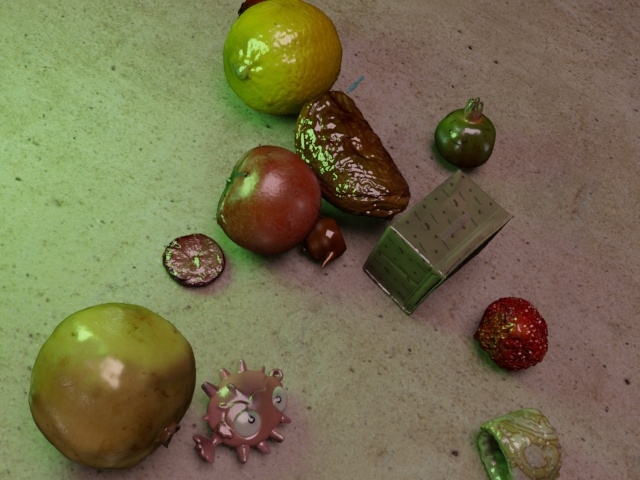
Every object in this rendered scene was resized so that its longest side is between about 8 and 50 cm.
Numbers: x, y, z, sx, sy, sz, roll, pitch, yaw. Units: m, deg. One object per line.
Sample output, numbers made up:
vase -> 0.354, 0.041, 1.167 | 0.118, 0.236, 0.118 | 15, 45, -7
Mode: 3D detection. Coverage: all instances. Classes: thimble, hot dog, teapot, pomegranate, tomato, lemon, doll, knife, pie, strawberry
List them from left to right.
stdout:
pomegranate -> -0.402, 0.286, 1.489 | 0.332, 0.332, 0.332 | 7, 59, -12
pie -> -0.306, 0.046, 1.823 | 0.154, 0.036, 0.154 | 7, 59, -12
doll -> -0.171, 0.375, 1.637 | 0.262, 0.093, 0.211 | -35, 81, -32
tomato -> -0.119, -0.091, 1.822 | 0.265, 0.265, 0.265 | 7, 59, -12
lemon -> -0.104, -0.500, 2.044 | 0.336, 0.336, 0.336 | 7, 59, -12
teapot -> 0.000, 0.000, 1.903 | 0.116, 0.116, 0.173 | -7, 48, -19
hot dog -> 0.081, -0.205, 1.958 | 0.267, 0.174, 0.387 | -7, 61, -49
knife -> 0.106, -0.470, 2.256 | 0.014, 0.005, 0.091 | 38, 58, 10
pomegranate -> 0.422, -0.312, 2.134 | 0.180, 0.210, 0.180 | 8, 44, -7
strawberry -> 0.477, 0.224, 1.852 | 0.184, 0.201, 0.187 | 14, 75, 14
thimble -> 0.461, 0.491, 1.722 | 0.143, 0.137, 0.190 | -11, 75, -21

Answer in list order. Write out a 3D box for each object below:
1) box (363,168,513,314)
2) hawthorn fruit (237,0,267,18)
box -> 0.294, 0.002, 1.905 | 0.297, 0.225, 0.190 | -36, 76, -31
hawthorn fruit -> -0.160, -0.644, 2.206 | 0.172, 0.148, 0.148 | 20, 57, -14
